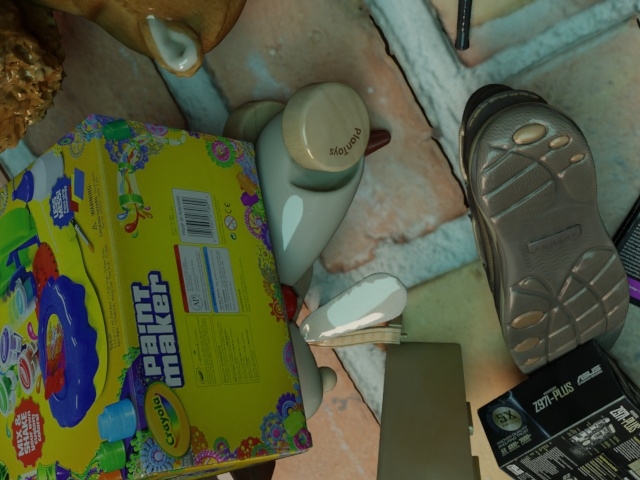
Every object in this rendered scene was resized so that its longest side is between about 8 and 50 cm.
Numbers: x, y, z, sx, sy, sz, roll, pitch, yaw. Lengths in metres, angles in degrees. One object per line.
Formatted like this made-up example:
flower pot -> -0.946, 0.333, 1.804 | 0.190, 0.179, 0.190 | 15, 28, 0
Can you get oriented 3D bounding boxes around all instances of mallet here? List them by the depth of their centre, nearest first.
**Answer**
mallet -> 0.141, -0.279, 0.822 | 0.039, 0.062, 0.189 | 4, 125, 6

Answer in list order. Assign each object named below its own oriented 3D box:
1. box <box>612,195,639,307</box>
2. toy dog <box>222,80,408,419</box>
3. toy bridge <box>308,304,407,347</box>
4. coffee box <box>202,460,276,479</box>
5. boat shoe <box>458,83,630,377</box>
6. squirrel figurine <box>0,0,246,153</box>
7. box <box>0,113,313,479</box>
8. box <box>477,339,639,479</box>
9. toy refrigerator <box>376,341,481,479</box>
box -> 0.371, 0.000, 0.898 | 0.116, 0.029, 0.162 | 25, 112, -4
toy dog -> 0.000, 0.000, 0.870 | 0.161, 0.220, 0.333 | -2, 116, -33
toy bridge -> 0.002, 0.096, 0.957 | 0.188, 0.063, 0.026 | 5, 111, 5
coffee box -> -0.225, 0.269, 1.018 | 0.297, 0.119, 0.168 | -20, 106, 14
boat shoe -> 0.219, -0.006, 0.863 | 0.132, 0.130, 0.355 | -16, 129, 4
squirrel figurine -> -0.265, -0.250, 0.762 | 0.370, 0.281, 0.397 | 34, 99, -23
box -> -0.187, 0.083, 0.800 | 0.279, 0.177, 0.289 | -27, 68, 40
box -> 0.279, 0.208, 0.923 | 0.147, 0.077, 0.180 | -36, 129, 18
toy refrigerator -> 0.108, 0.208, 0.876 | 0.094, 0.269, 0.102 | 1, 110, 6
